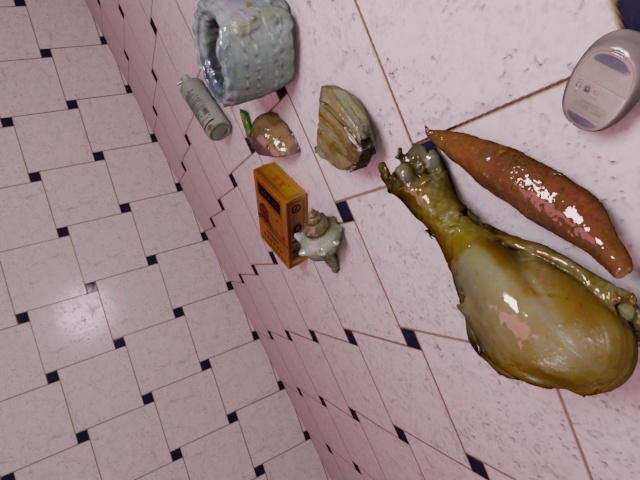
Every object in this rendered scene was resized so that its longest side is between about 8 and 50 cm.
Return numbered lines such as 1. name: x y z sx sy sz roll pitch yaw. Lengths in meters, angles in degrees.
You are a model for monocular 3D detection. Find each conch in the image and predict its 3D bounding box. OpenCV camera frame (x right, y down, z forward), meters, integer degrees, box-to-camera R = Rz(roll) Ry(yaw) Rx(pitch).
1. conch: -0.012 -0.004 1.050 0.234 0.114 0.137 105 146 -64

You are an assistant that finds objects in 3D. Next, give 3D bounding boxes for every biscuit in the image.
1. biscuit: -0.215 -0.339 1.219 0.046 0.016 0.089 33 142 49

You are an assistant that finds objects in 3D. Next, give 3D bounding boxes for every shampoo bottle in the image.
1. shampoo bottle: -0.391 -0.451 1.375 0.263 0.085 0.085 56 155 17

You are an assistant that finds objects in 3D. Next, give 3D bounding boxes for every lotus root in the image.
1. lotus root: 0.055 -0.194 0.767 0.144 0.070 0.143 53 149 30

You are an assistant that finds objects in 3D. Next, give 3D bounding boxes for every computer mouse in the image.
1. computer mouse: 0.278 -0.153 0.400 0.066 0.039 0.096 49 160 29

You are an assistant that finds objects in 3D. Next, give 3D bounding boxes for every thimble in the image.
1. thimble: -0.163 -0.400 0.865 0.250 0.171 0.205 -9 105 67

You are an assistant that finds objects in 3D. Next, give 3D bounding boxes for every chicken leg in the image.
1. chicken leg: 0.223 0.017 0.578 0.429 0.152 0.201 58 153 30

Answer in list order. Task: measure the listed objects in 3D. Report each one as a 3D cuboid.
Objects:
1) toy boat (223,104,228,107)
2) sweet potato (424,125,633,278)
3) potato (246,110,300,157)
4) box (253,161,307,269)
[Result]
1. toy boat: -0.281 -0.453 1.197 0.049 0.047 0.149 49 152 28
2. sweet potato: 0.245 -0.076 0.514 0.314 0.066 0.072 49 146 34
3. potato: -0.137 -0.263 1.053 0.172 0.089 0.101 34 141 50
4. box: -0.115 -0.069 1.225 0.174 0.076 0.274 45 150 32
